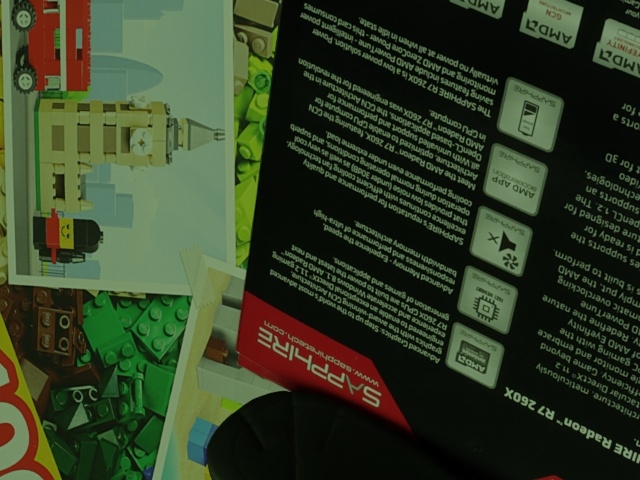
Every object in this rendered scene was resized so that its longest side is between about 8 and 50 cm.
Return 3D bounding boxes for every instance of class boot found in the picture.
[{"bbox_3d":[0.053,0.181,0.735,0.236,0.085,0.178,31,142,28],"label":"boot"}]

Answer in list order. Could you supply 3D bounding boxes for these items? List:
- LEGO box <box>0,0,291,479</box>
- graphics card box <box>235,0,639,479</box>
[{"bbox_3d":[0.000,0.000,0.940,0.372,0.193,0.500,11,100,27],"label":"LEGO box"},{"bbox_3d":[0.099,-0.067,0.649,0.233,0.094,0.371,26,130,23],"label":"graphics card box"}]
